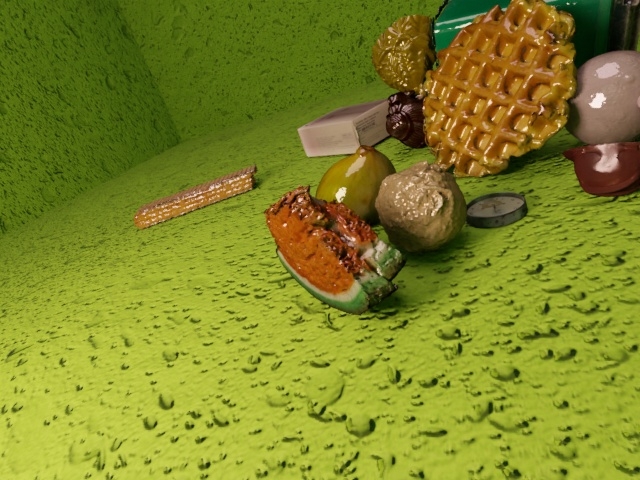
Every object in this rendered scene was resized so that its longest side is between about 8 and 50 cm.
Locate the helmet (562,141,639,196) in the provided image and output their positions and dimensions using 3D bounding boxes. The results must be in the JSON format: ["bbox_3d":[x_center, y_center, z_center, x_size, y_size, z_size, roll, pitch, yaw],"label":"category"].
[{"bbox_3d":[0.369,-0.085,0.546,0.089,0.057,0.111,8,-1,-35],"label":"helmet"}]

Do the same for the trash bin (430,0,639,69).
[{"bbox_3d":[0.463,-0.458,0.933,0.381,0.259,0.295,6,48,30],"label":"trash bin"}]

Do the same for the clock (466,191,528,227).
[{"bbox_3d":[0.247,-0.045,0.604,0.085,0.017,0.085,-17,23,8],"label":"clock"}]

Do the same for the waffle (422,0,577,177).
[{"bbox_3d":[0.294,-0.269,0.746,0.068,0.325,0.302,9,-19,-31],"label":"waffle"}]

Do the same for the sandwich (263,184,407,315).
[{"bbox_3d":[0.006,0.005,0.536,0.079,0.159,0.235,-35,6,-19],"label":"sandwich"}]

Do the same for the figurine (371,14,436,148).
[{"bbox_3d":[0.227,-0.368,1.057,0.187,0.168,0.315,-21,60,35],"label":"figurine"}]

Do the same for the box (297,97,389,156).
[{"bbox_3d":[0.091,-0.335,1.277,0.203,0.106,0.252,-36,27,-30],"label":"box"}]

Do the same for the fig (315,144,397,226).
[{"bbox_3d":[0.061,-0.082,0.721,0.153,0.121,0.136,-39,24,16],"label":"fig"}]

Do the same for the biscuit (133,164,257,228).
[{"bbox_3d":[-0.356,-0.127,1.234,0.379,0.054,0.094,-20,22,2],"label":"biscuit"}]

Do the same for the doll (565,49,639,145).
[{"bbox_3d":[0.505,-0.197,0.598,0.151,0.151,0.287,-33,33,-28],"label":"doll"}]

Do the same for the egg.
[{"bbox_3d":[0.132,-0.044,0.571,0.118,0.116,0.140,-49,20,3],"label":"egg"}]
